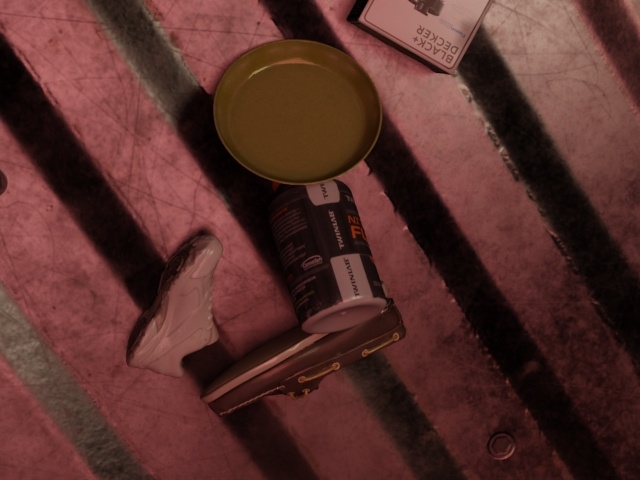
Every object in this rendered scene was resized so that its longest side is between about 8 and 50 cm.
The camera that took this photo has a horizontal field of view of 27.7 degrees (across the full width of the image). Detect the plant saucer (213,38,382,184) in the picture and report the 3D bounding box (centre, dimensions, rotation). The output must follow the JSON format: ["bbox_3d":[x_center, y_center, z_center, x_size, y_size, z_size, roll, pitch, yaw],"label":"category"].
[{"bbox_3d":[-0.033,-0.178,1.860,0.241,0.037,0.241,2,65,-3],"label":"plant saucer"}]

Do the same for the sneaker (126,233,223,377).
[{"bbox_3d":[-0.191,0.100,1.918,0.115,0.090,0.232,26,104,-21],"label":"sneaker"}]

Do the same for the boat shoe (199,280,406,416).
[{"bbox_3d":[-0.023,0.180,1.943,0.324,0.116,0.096,-31,101,-9],"label":"boat shoe"}]

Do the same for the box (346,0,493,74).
[{"bbox_3d":[0.183,-0.404,1.883,0.169,0.087,0.290,29,94,-14],"label":"box"}]

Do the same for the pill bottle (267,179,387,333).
[{"bbox_3d":[0.000,0.000,1.868,0.130,0.130,0.245,-15,71,-7],"label":"pill bottle"}]
